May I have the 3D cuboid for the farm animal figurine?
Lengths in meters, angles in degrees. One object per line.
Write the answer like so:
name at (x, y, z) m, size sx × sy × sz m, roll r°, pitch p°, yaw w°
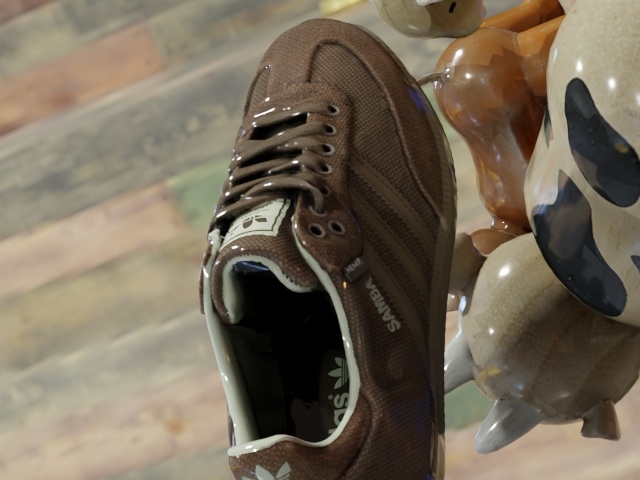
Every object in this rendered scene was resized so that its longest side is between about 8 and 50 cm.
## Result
farm animal figurine at (0.127, 0.009, 0.616) m, size 0.172 × 0.327 × 0.330 m, roll -42°, pitch 58°, yaw -19°

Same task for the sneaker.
sneaker at (0.000, 0.000, 0.557) m, size 0.066 × 0.071 × 0.188 m, roll -20°, pitch 55°, yaw 20°
